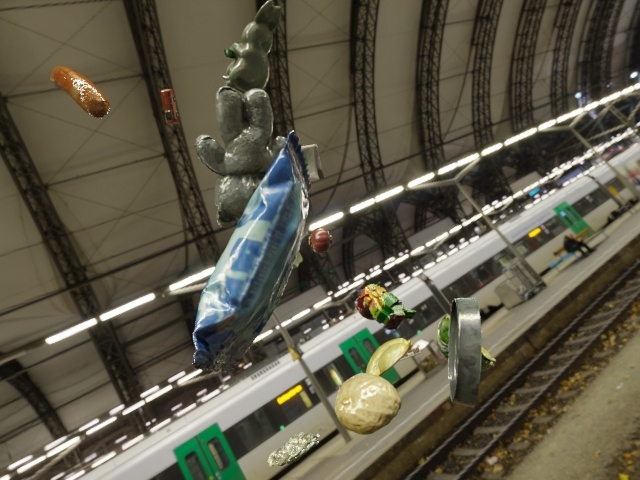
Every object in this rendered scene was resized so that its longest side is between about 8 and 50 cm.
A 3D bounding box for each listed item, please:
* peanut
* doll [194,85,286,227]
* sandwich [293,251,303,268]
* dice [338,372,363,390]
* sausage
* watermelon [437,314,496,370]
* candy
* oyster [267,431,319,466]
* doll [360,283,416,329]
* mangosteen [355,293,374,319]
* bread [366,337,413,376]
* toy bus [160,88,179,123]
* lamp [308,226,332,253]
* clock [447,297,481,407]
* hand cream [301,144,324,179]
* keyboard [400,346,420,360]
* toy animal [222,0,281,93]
[{"bbox_3d":[0.111,0.396,0.980,0.159,0.109,0.141,-23,19,-21],"label":"peanut"},{"bbox_3d":[-0.196,-0.216,1.046,0.246,0.340,0.158,-14,15,-26],"label":"doll"},{"bbox_3d":[-0.123,0.068,1.764,0.036,0.104,0.093,-13,19,29],"label":"sandwich"},{"bbox_3d":[0.119,0.483,1.275,0.091,0.094,0.093,-21,-28,-29],"label":"dice"},{"bbox_3d":[-0.757,-0.475,1.252,0.076,0.302,0.102,-43,-31,-19],"label":"sausage"},{"bbox_3d":[0.480,0.368,1.367,0.127,0.232,0.204,-45,-42,9],"label":"watermelon"},{"bbox_3d":[-0.078,0.022,0.563,0.187,0.077,0.331,78,-146,-69],"label":"candy"},{"bbox_3d":[-0.075,0.650,1.257,0.125,0.064,0.177,-51,-29,17],"label":"oyster"},{"bbox_3d":[0.227,0.228,1.421,0.134,0.186,0.106,-23,-36,-45],"label":"doll"},{"bbox_3d":[0.191,0.246,1.543,0.140,0.140,0.140,-31,-17,-11],"label":"mangosteen"},{"bbox_3d":[0.187,0.344,1.163,0.188,0.065,0.149,-43,-13,7],"label":"bread"},{"bbox_3d":[-0.497,-0.440,1.327,0.043,0.031,0.110,-68,-22,-62],"label":"toy bus"},{"bbox_3d":[0.000,0.000,1.523,0.090,0.101,0.101,-1,-24,-8],"label":"lamp"},{"bbox_3d":[0.289,0.223,0.818,0.042,0.214,0.215,2,-11,13],"label":"clock"},{"bbox_3d":[-0.111,-0.236,1.274,0.076,0.121,0.336,-3,11,43],"label":"hand cream"},{"bbox_3d":[0.358,0.506,1.771,0.166,0.017,0.055,-24,9,10],"label":"keyboard"},{"bbox_3d":[-0.185,-0.548,1.145,0.127,0.125,0.251,-2,-53,-58],"label":"toy animal"}]
